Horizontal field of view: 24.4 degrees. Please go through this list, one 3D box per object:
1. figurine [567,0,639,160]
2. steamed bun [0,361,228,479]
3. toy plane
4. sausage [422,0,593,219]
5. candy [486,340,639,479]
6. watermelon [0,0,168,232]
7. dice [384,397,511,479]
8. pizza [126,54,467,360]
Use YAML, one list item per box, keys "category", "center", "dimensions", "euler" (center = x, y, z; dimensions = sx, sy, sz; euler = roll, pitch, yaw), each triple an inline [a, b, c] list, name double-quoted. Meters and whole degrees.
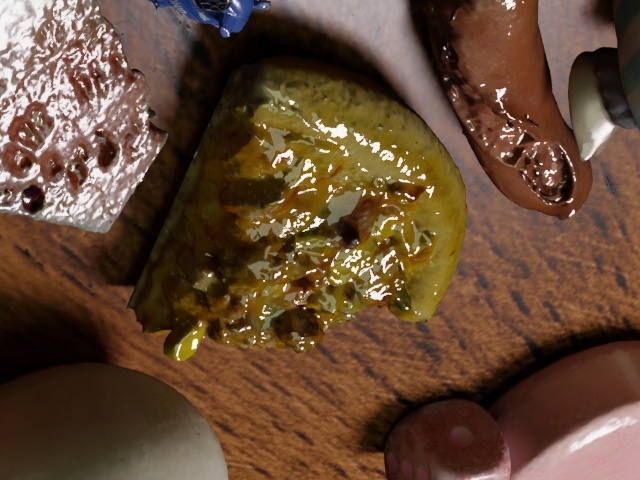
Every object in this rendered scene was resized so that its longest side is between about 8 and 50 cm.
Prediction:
- category: "figurine"
  center: [0.302, -0.244, 0.855]
  dimensions: [0.266, 0.361, 0.378]
  euler: [-43, 124, -48]
- category: "steamed bun"
  center: [-0.187, 0.170, 1.096]
  dimensions: [0.231, 0.145, 0.232]
  euler: [-13, 157, -5]
- category: "toy plane"
  center: [-0.084, -0.156, 0.805]
  dimensions: [0.062, 0.054, 0.167]
  euler: [-10, 154, 22]
- category: "sausage"
  center: [0.124, -0.106, 0.986]
  dimensions: [0.079, 0.087, 0.327]
  euler: [-64, 155, -17]
- category: "candy"
  center: [0.259, 0.205, 1.516]
  dimensions: [0.255, 0.094, 0.255]
  euler: [-19, 148, -13]
- category: "watermelon"
  center: [-0.167, -0.076, 0.836]
  dimensions: [0.154, 0.094, 0.241]
  euler: [-41, 148, 3]
- category: "dice"
  center: [0.121, 0.214, 1.430]
  dimensions: [0.094, 0.093, 0.091]
  euler: [-8, 143, -25]
- category: "pizza"
  center: [0.021, -0.024, 1.038]
  dimensions: [0.257, 0.087, 0.268]
  euler: [-7, 141, -33]
